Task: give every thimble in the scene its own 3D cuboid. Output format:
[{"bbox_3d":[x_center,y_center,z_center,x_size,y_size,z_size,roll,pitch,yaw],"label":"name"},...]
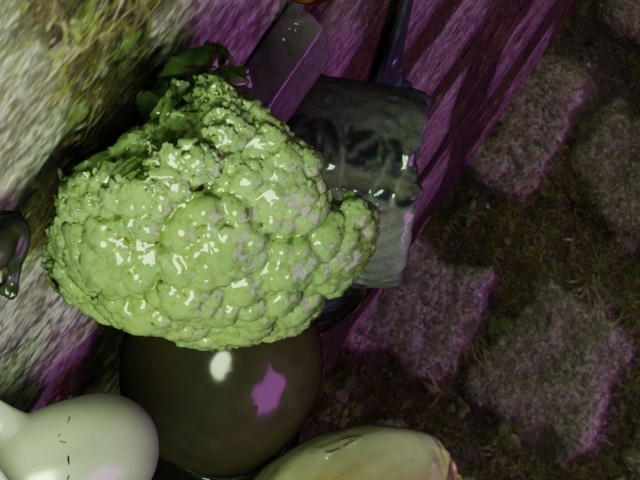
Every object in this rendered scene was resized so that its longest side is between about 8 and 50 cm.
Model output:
[{"bbox_3d":[0.027,-0.065,1.737,0.245,0.157,0.217,96,2,-84],"label":"thimble"}]

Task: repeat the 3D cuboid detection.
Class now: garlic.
[{"bbox_3d":[-0.001,0.335,1.750,0.313,0.249,0.286,-59,158,-30],"label":"garlic"}]

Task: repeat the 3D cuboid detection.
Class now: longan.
[{"bbox_3d":[-0.101,0.121,1.714,0.248,0.248,0.248,-55,171,-13],"label":"longan"}]

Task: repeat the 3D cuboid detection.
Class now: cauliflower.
[{"bbox_3d":[-0.097,-0.043,1.298,0.275,0.250,0.272,-25,149,38],"label":"cauliflower"}]

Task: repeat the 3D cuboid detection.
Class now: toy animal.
[{"bbox_3d":[-0.242,0.017,1.124,0.065,0.047,0.135,-66,167,21],"label":"toy animal"}]

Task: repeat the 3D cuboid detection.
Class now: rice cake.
[{"bbox_3d":[-0.087,-0.084,1.582,0.298,0.050,0.106,-57,171,-5],"label":"rice cake"}]

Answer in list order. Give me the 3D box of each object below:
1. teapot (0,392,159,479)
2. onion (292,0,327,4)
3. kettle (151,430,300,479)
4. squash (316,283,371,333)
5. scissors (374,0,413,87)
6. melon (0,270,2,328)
[{"bbox_3d":[-0.246,0.192,1.415,0.208,0.166,0.300,-17,162,3],"label":"teapot"},{"bbox_3d":[-0.003,-0.241,1.295,0.117,0.119,0.119,-23,152,-33],"label":"onion"},{"bbox_3d":[-0.113,0.244,1.979,0.308,0.203,0.262,102,13,-55],"label":"kettle"},{"bbox_3d":[0.000,0.000,1.975,0.252,0.165,0.252,-54,173,-10],"label":"squash"},{"bbox_3d":[0.086,-0.213,2.126,0.193,0.029,0.447,-54,171,-24],"label":"scissors"},{"bbox_3d":[-0.287,0.102,1.211,0.182,0.054,0.098,-50,153,-42],"label":"melon"}]
